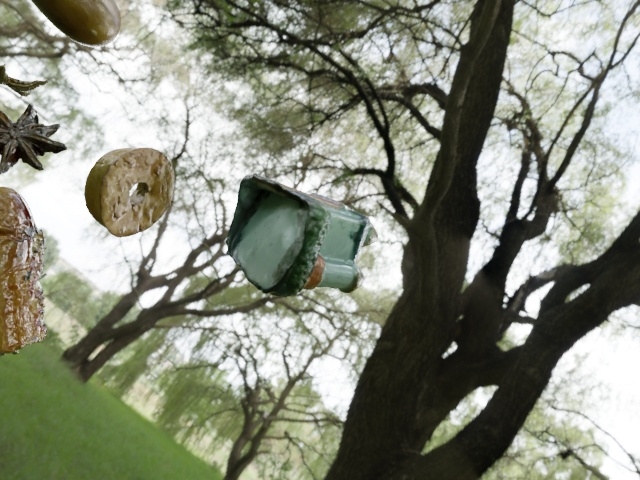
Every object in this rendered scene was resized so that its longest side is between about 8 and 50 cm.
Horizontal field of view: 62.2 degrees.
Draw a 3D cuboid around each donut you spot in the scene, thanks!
[{"bbox_3d":[-0.548,-0.145,1.515,0.108,0.278,0.278,19,-28,25],"label":"donut"}]

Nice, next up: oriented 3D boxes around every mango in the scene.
[{"bbox_3d":[-0.485,-0.468,1.016,0.151,0.120,0.221,47,4,40],"label":"mango"}]

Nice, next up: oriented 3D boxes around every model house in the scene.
[{"bbox_3d":[0.000,0.000,1.008,0.291,0.185,0.253,9,11,-35],"label":"model house"}]

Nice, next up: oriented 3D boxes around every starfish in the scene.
[{"bbox_3d":[-0.932,-0.481,1.557,0.277,0.062,0.235,16,-4,20],"label":"starfish"}]

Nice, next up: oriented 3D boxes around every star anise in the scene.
[{"bbox_3d":[-0.873,-0.281,1.520,0.271,0.272,0.102,37,-39,-1],"label":"star anise"}]

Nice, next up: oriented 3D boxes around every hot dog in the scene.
[{"bbox_3d":[-0.719,0.058,1.196,0.367,0.195,0.366,1,-84,60],"label":"hot dog"}]

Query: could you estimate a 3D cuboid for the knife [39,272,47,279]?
[{"bbox_3d":[-1.020,0.192,1.693,0.043,0.335,0.081,57,9,-10],"label":"knife"}]
